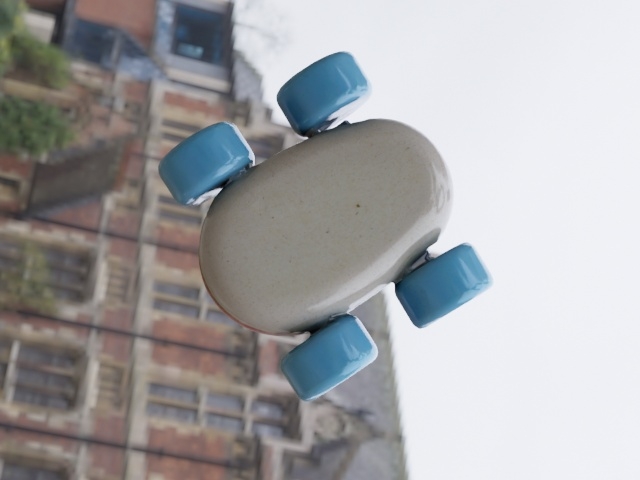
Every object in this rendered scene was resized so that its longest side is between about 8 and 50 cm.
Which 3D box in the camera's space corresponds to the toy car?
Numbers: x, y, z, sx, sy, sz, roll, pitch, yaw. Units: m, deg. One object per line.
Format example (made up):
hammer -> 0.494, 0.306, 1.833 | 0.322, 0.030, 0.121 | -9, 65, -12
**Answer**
toy car -> 0.000, 0.000, 1.198 | 0.219, 0.210, 0.238 | 57, -7, 6
